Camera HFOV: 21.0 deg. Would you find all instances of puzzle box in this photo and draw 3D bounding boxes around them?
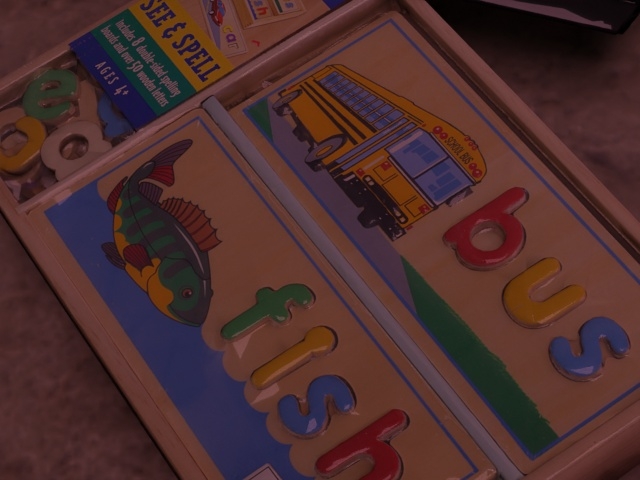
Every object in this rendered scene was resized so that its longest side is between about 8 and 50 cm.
[{"bbox_3d":[0.000,0.000,0.940,0.272,0.052,0.409,-33,57,-11],"label":"puzzle box"}]

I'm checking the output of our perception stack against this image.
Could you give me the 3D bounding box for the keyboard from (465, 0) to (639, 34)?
[{"bbox_3d":[0.053,-0.224,1.048,0.317,0.033,0.201,14,46,4],"label":"keyboard"}]
